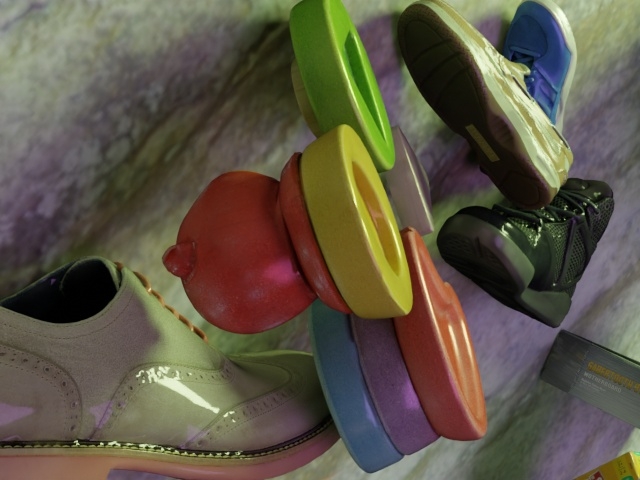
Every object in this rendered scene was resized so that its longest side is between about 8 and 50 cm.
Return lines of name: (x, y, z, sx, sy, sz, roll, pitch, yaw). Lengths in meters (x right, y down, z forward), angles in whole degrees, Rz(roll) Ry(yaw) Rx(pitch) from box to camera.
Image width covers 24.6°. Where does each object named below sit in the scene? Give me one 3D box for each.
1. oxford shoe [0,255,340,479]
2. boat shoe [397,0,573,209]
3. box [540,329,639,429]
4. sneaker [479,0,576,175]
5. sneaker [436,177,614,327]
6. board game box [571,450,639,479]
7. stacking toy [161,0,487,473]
oxford shoe: (-0.111, 0.085, 0.973, 0.397, 0.140, 0.147, 1, 91, -54)
boat shoe: (0.130, -0.115, 1.130, 0.072, 0.068, 0.190, -49, 115, -30)
box: (0.350, 0.166, 1.432, 0.231, 0.183, 0.056, 23, 93, -48)
sneaker: (0.159, -0.116, 1.185, 0.084, 0.058, 0.152, -35, 139, -38)
sneaker: (0.174, -0.014, 1.228, 0.227, 0.087, 0.130, 31, 84, -58)
board game box: (0.238, 0.253, 1.363, 0.259, 0.039, 0.124, -32, 151, 34)
stacking toy: (0.000, 0.000, 1.014, 0.130, 0.280, 0.309, -19, 139, 11)
